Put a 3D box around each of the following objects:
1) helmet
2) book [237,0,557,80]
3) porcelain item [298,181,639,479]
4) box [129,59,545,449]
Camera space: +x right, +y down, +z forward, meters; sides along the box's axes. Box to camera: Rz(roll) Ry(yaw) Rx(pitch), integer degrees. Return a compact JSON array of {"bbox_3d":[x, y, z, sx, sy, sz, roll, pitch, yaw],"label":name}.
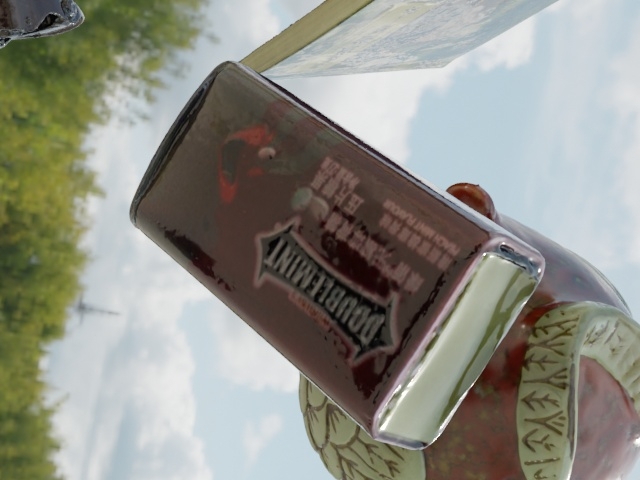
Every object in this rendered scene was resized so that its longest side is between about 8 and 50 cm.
[{"bbox_3d":[-0.265,-0.206,1.042,0.123,0.098,0.070,-37,113,-62],"label":"helmet"},{"bbox_3d":[0.070,-0.158,0.874,0.160,0.228,0.024,-25,-98,44],"label":"book"},{"bbox_3d":[0.102,0.065,0.796,0.253,0.253,0.253,-169,-90,-72],"label":"porcelain item"},{"bbox_3d":[0.000,0.000,0.639,0.224,0.069,0.120,39,-82,39],"label":"box"}]
